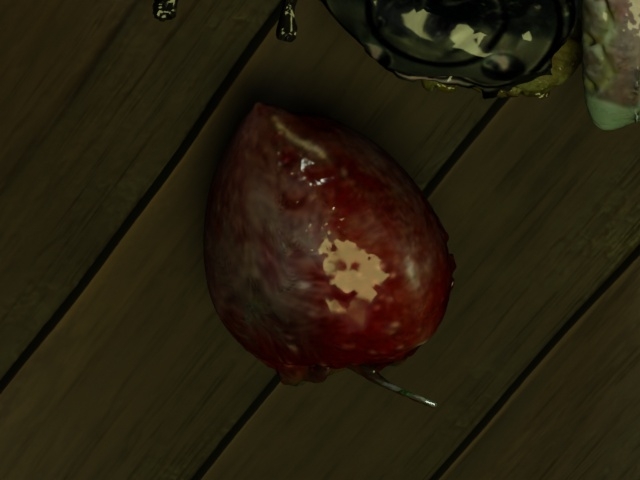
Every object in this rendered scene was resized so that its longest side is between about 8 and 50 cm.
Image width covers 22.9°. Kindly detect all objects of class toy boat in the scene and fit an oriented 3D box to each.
[{"bbox_3d":[0.231,-0.204,1.190,0.085,0.155,0.227,16,118,25],"label":"toy boat"}]

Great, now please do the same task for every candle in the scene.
[{"bbox_3d":[0.120,-0.275,1.084,0.187,0.330,0.187,15,153,8],"label":"candle"}]

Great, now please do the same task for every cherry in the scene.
[{"bbox_3d":[0.000,0.000,1.221,0.175,0.192,0.249,-42,119,-29],"label":"cherry"}]

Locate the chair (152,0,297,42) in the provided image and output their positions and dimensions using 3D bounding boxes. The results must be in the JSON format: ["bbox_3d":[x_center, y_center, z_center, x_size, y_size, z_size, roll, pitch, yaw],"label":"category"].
[{"bbox_3d":[-0.049,-0.271,1.101,0.106,0.113,0.229,7,120,-18],"label":"chair"}]

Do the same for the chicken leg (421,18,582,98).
[{"bbox_3d":[0.099,-0.172,1.201,0.228,0.088,0.103,18,131,-21],"label":"chicken leg"}]
